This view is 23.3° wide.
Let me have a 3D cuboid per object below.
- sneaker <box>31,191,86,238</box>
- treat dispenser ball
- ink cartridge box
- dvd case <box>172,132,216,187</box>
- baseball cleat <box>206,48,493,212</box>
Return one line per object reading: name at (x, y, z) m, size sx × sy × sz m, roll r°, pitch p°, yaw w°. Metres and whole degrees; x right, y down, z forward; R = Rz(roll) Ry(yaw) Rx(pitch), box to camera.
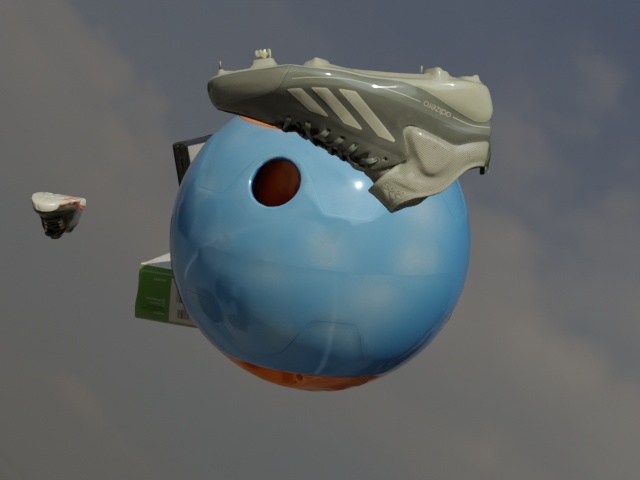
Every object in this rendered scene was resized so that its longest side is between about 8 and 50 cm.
sneaker at (-0.369, -0.032, 2.196) m, size 0.061 × 0.064 × 0.158 m, roll 11°, pitch 1°, yaw 9°
treat dispenser ball at (0.000, 0.000, 1.485) m, size 0.288 × 0.288 × 0.288 m, roll 37°, pitch -19°, yaw 15°
ink cartridge box at (-0.116, 0.048, 1.735) m, size 0.109 × 0.062 × 0.209 m, roll 9°, pitch 11°, yaw 15°
dvd case at (-0.142, -0.050, 2.066) m, size 0.253 × 0.022 × 0.180 m, roll -36°, pitch 118°, yaw -78°
baseball cleat at (0.021, -0.076, 1.102) m, size 0.206 × 0.109 × 0.072 m, roll 1°, pitch -7°, yaw -2°
